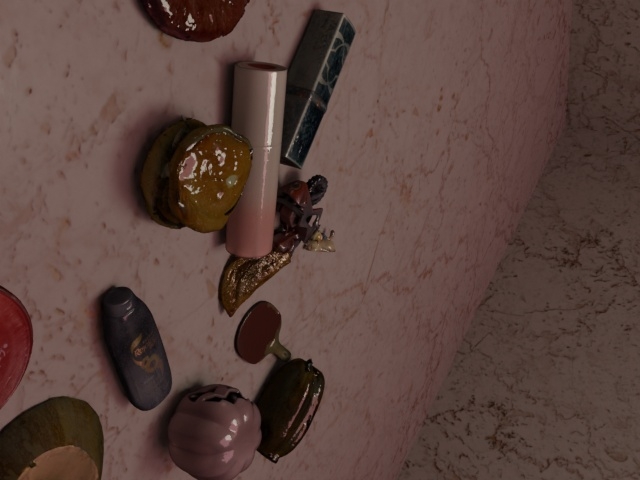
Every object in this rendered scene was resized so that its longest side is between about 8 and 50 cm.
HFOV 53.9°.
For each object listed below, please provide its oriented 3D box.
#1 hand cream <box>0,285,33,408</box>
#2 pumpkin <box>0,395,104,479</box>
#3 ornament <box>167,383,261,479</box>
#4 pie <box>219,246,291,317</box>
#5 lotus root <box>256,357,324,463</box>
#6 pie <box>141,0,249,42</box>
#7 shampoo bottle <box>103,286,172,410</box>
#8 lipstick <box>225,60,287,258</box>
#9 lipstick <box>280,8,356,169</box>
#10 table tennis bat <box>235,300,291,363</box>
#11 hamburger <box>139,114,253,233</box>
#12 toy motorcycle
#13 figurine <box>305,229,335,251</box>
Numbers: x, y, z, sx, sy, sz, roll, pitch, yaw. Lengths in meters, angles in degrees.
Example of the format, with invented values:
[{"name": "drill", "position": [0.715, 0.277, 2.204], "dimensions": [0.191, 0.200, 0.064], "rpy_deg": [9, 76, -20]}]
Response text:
[{"name": "hand cream", "position": [-0.420, 0.110, 0.659], "dimensions": [0.193, 0.125, 0.193], "rpy_deg": [-38, 137, -45]}, {"name": "pumpkin", "position": [-0.382, 0.347, 0.908], "dimensions": [0.217, 0.110, 0.218], "rpy_deg": [-31, 132, -41]}, {"name": "ornament", "position": [-0.203, 0.360, 1.183], "dimensions": [0.177, 0.177, 0.178], "rpy_deg": [-39, 139, -44]}, {"name": "pie", "position": [-0.132, 0.061, 1.195], "dimensions": [0.170, 0.034, 0.092], "rpy_deg": [-40, 121, -10]}, {"name": "lotus root", "position": [-0.076, 0.381, 1.441], "dimensions": [0.124, 0.123, 0.241], "rpy_deg": [39, 75, -32]}, {"name": "pie", "position": [-0.166, -0.377, 0.863], "dimensions": [0.218, 0.054, 0.205], "rpy_deg": [-15, 120, -57]}, {"name": "shampoo bottle", "position": [-0.291, 0.172, 1.001], "dimensions": [0.087, 0.049, 0.234], "rpy_deg": [-46, 144, -41]}, {"name": "lipstick", "position": [-0.113, -0.133, 1.078], "dimensions": [0.087, 0.087, 0.327], "rpy_deg": [-27, 130, -52]}, {"name": "lipstick", "position": [-0.022, -0.280, 1.155], "dimensions": [0.077, 0.076, 0.290], "rpy_deg": [30, 79, -60]}, {"name": "table tennis bat", "position": [-0.116, 0.214, 1.371], "dimensions": [0.131, 0.022, 0.234], "rpy_deg": [-61, 149, -17]}, {"name": "hamburger", "position": [-0.191, -0.105, 0.949], "dimensions": [0.177, 0.113, 0.186], "rpy_deg": [-40, 132, -34]}, {"name": "toy motorcycle", "position": [-0.060, -0.038, 1.244], "dimensions": [0.118, 0.084, 0.213], "rpy_deg": [4, 117, -62]}, {"name": "figurine", "position": [0.000, 0.000, 1.416], "dimensions": [0.083, 0.047, 0.051], "rpy_deg": [2, 91, -53]}]
